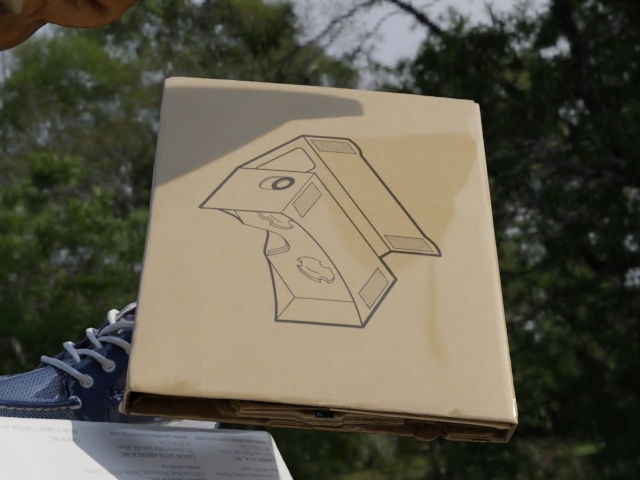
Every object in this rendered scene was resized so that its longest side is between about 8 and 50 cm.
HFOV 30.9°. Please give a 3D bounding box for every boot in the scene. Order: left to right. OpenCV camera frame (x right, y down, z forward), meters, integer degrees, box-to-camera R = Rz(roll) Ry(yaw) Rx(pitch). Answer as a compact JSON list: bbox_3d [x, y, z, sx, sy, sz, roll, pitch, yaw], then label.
[{"bbox_3d":[-0.123,0.070,0.616,0.069,0.086,0.190,23,5,39],"label":"boot"}]

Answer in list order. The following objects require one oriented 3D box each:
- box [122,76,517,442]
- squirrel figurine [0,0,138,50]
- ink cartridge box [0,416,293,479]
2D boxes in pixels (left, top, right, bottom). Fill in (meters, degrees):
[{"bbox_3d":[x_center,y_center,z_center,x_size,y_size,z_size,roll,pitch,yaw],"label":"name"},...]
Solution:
[{"bbox_3d":[0.000,0.000,0.541,0.165,0.201,0.021,5,-42,-5],"label":"box"},{"bbox_3d":[-0.367,-0.248,1.129,0.370,0.281,0.397,-39,10,4],"label":"squirrel figurine"},{"bbox_3d":[-0.047,0.173,0.450,0.056,0.224,0.181,-43,-33,24],"label":"ink cartridge box"}]
